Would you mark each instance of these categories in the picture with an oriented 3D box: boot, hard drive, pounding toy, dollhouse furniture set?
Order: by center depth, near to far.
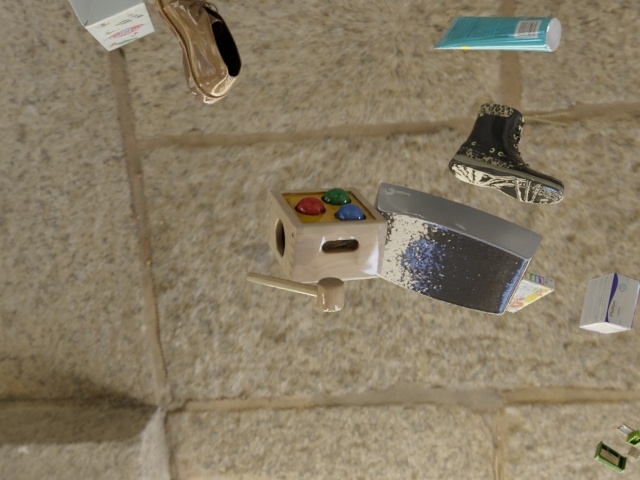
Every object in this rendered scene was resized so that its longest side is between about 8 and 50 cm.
[{"bbox_3d":[-0.007,0.003,1.017,0.180,0.206,0.094,-3,116,-18],"label":"pounding toy"},{"bbox_3d":[0.190,0.020,1.200,0.254,0.054,0.172,19,132,5],"label":"hard drive"},{"bbox_3d":[-0.222,-0.416,1.449,0.115,0.112,0.306,-29,82,52],"label":"boot"},{"bbox_3d":[0.584,0.376,1.470,0.058,0.076,0.152,32,137,4],"label":"dollhouse furniture set"},{"bbox_3d":[0.400,-0.182,1.599,0.236,0.085,0.179,19,65,18],"label":"boot"}]

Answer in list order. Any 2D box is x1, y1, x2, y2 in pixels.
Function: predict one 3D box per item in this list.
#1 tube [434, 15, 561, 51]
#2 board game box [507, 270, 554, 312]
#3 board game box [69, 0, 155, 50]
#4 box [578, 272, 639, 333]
[{"bbox_3d":[0.291,-0.343,1.297,0.207,0.080,0.052,15,146,40],"label":"tube"},{"bbox_3d":[0.432,0.111,1.747,0.103,0.026,0.154,17,151,-15],"label":"board game box"},{"bbox_3d":[-0.347,-0.421,1.184,0.097,0.303,0.224,-26,101,-5],"label":"board game box"},{"bbox_3d":[0.700,0.155,1.902,0.072,0.137,0.126,17,77,-4],"label":"box"}]
